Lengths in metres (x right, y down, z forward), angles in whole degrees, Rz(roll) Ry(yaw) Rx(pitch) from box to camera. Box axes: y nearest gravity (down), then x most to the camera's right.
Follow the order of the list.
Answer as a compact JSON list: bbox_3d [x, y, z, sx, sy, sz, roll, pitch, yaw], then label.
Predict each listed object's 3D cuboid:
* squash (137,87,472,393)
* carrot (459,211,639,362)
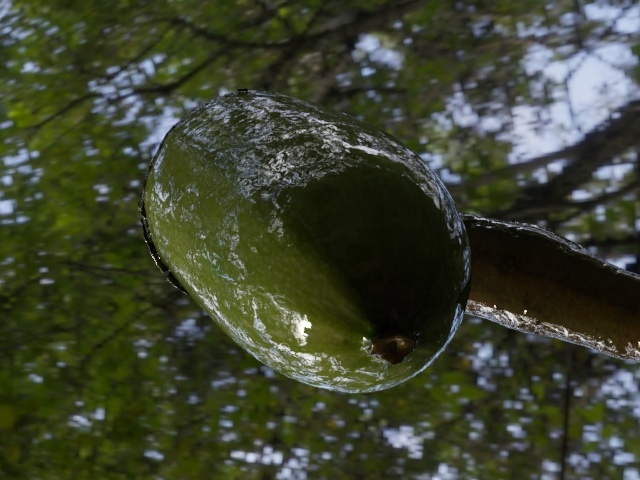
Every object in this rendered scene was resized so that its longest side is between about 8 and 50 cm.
[{"bbox_3d":[0.000,0.000,0.850,0.133,0.247,0.132,-4,-78,-18],"label":"squash"},{"bbox_3d":[0.169,0.039,1.058,0.070,0.342,0.070,-46,-35,-46],"label":"carrot"}]
